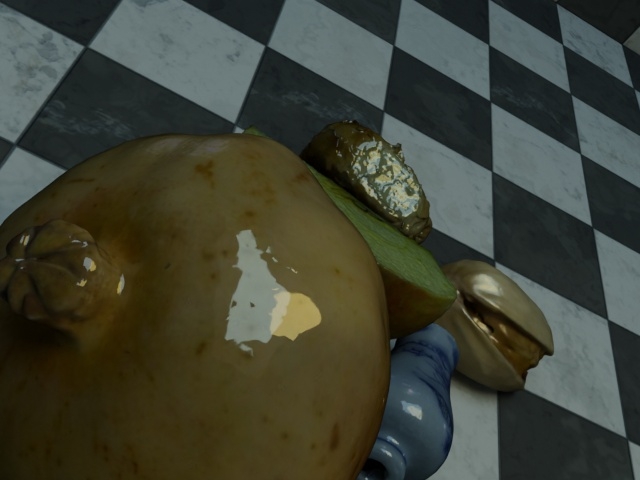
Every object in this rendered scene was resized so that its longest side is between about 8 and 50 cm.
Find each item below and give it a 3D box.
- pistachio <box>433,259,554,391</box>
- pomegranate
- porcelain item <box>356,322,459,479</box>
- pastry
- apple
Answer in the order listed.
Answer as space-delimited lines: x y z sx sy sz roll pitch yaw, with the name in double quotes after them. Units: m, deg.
0.235 0.125 1.112 0.229 0.157 0.157 40 39 -18 "pistachio"
-0.129 0.095 0.686 0.411 0.411 0.411 20 44 -20 "pomegranate"
0.101 0.198 0.951 0.141 0.141 0.259 38 33 0 "porcelain item"
0.056 -0.071 1.096 0.100 0.229 0.218 -41 41 -22 "pastry"
0.000 0.000 0.962 0.346 0.254 0.179 39 58 5 "apple"
